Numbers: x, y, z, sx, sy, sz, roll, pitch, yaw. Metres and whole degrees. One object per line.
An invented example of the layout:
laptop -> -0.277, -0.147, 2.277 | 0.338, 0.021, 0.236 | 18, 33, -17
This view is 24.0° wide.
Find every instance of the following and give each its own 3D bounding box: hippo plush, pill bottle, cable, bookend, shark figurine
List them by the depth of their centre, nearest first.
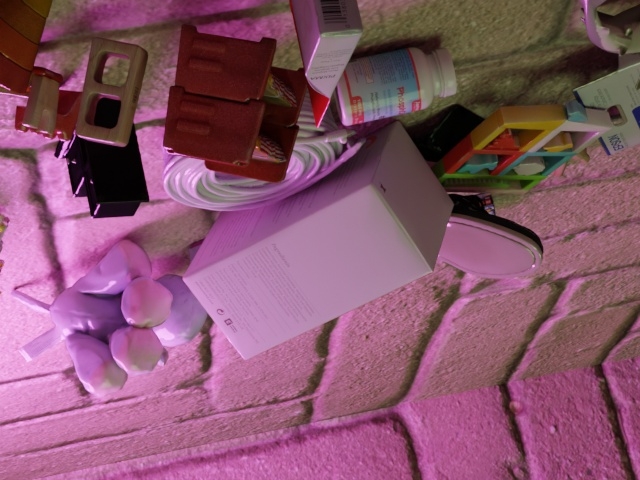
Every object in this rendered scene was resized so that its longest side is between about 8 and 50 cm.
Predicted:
shark figurine -> 0.382, -0.298, 1.998 | 0.278, 0.116, 0.166 | -2, 123, -47
bookend -> -0.295, -0.088, 2.015 | 0.072, 0.156, 0.157 | -4, 157, -24
pill bottle -> 0.099, -0.213, 2.038 | 0.160, 0.087, 0.087 | -13, 158, -3
cable -> -0.099, -0.128, 2.126 | 0.257, 0.089, 0.257 | 2, 155, -33
hippo plush -> -0.311, 0.154, 2.491 | 0.294, 0.234, 0.237 | -26, 155, 26

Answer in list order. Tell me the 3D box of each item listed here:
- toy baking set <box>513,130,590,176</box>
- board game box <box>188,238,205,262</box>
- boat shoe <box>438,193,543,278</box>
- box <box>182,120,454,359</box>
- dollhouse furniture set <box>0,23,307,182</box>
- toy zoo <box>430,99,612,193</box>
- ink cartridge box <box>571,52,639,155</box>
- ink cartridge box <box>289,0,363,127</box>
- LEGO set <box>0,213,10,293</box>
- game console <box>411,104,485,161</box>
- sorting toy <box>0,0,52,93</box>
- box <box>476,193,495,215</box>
toy baking set -> 0.328, -0.131, 2.453 | 0.197, 0.030, 0.256 | -21, 157, 17
board game box -> -0.054, 0.051, 2.582 | 0.224, 0.097, 0.303 | -20, 156, 18
boat shoe -> 0.210, -0.025, 2.383 | 0.340, 0.113, 0.127 | 4, 134, 37
box -> 0.000, 0.000, 2.256 | 0.345, 0.168, 0.215 | -26, -160, 26
dollhouse furniture set -> -0.221, -0.184, 1.840 | 0.374, 0.152, 0.201 | 11, 178, 10
toy zoo -> 0.302, -0.141, 2.265 | 0.192, 0.030, 0.293 | 0, 158, -26
ink cartridge box -> 0.542, -0.249, 2.250 | 0.307, 0.072, 0.303 | -17, 159, 15
ink cartridge box -> -0.018, -0.258, 1.719 | 0.066, 0.189, 0.232 | -3, 158, -20
LEGO set -> -0.517, 0.008, 2.243 | 0.132, 0.107, 0.287 | 18, 168, 14
game console -> 0.186, -0.164, 2.313 | 0.107, 0.071, 0.122 | 8, 173, 36
sorting toy -> -0.400, -0.282, 1.595 | 0.126, 0.127, 0.365 | -48, 148, 6
box -> 0.237, -0.039, 2.626 | 0.137, 0.027, 0.094 | -16, 159, 5
